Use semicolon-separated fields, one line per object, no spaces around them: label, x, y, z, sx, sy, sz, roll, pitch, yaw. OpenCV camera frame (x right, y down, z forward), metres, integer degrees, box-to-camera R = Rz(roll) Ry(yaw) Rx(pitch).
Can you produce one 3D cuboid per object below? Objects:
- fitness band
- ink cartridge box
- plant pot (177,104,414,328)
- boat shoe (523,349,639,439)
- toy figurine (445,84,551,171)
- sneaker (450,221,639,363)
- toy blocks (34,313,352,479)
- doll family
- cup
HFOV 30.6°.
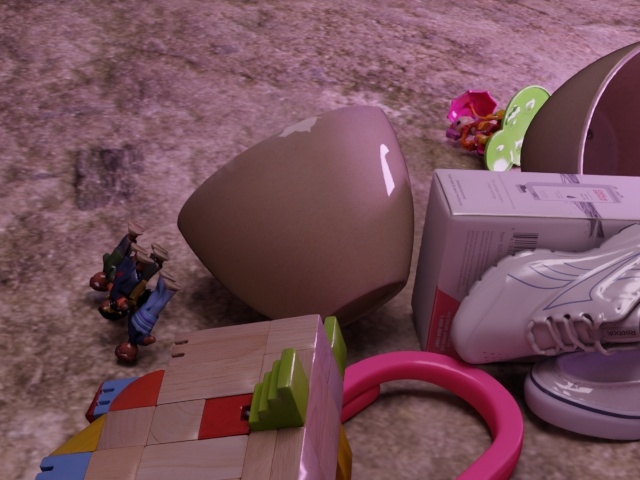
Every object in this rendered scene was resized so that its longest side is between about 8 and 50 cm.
fitness band;0.084;0.208;1.200;0.209;0.054;0.291;25;36;30
ink cartridge box;0.265;0.034;1.378;0.283;0.207;0.117;2;32;-7
plant pot;0.000;0.000;1.381;0.284;0.284;0.191;-19;73;-36
boat shoe;0.409;0.123;1.298;0.367;0.156;0.136;1;30;-10
toy figurine;0.265;-0.183;1.888;0.173;0.130;0.159;-43;37;-23
sneaker;0.282;0.069;1.255;0.297;0.111;0.129;-21;32;9
toy blocks;-0.125;0.212;1.034;0.261;0.191;0.381;-9;36;13
doll family;-0.219;0.062;1.354;0.076;0.111;0.193;33;9;-20
cup;0.408;-0.108;1.597;0.331;0.331;0.237;-11;9;-26
